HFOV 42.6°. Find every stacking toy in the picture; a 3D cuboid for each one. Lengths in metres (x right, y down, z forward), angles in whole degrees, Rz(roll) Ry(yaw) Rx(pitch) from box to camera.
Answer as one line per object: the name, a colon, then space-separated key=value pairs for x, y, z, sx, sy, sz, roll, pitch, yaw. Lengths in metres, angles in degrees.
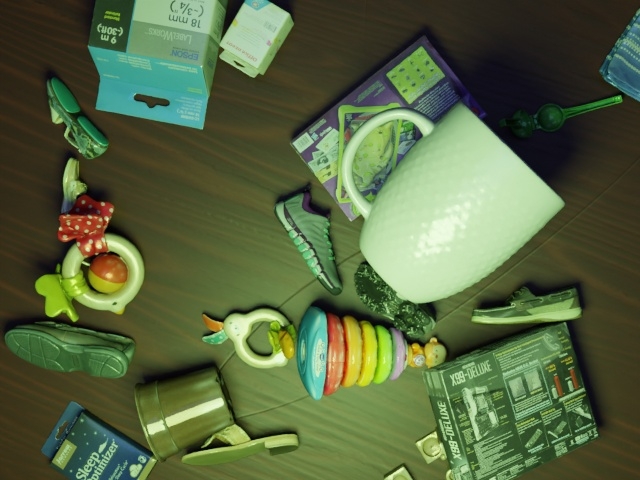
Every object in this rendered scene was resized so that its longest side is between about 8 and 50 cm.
stacking toy: x=0.112 y=0.227 z=1.639 sx=0.301 sy=0.166 sz=0.175 roll=4 pitch=91 yaw=-11

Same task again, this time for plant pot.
plant pot: x=-0.266 y=0.338 z=1.652 sx=0.165 sy=0.167 sz=0.167 roll=-19 pitch=90 yaw=-5

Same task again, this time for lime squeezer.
lime squeezer: x=0.445 y=-0.249 z=1.617 sx=0.310 sy=0.110 sz=0.059 roll=-14 pitch=72 yaw=-26

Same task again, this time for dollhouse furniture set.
dollhouse furniture set: x=0.213 y=0.485 z=1.635 sx=0.151 sy=0.123 sz=0.144 roll=-33 pitch=89 yaw=4

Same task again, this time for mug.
mug: x=0.208 y=-0.084 z=1.540 sx=0.374 sy=0.276 sz=0.328 roll=43 pitch=104 yaw=-6

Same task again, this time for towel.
towel: x=0.738 y=-0.406 z=1.620 sx=0.243 sy=0.040 sz=0.336 roll=32 pitch=93 yaw=1

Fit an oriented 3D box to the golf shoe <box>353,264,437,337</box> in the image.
golf shoe: x=0.152 y=0.122 z=1.661 sx=0.198 sy=0.094 sz=0.077 roll=44 pitch=115 yaw=24

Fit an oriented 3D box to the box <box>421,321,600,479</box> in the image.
box: x=0.370 y=0.318 z=1.583 sx=0.307 sy=0.076 sz=0.243 roll=-18 pitch=91 yaw=-23

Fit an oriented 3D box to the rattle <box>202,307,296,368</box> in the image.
rattle: x=-0.152 y=0.200 z=1.647 sx=0.199 sy=0.143 sz=0.130 roll=18 pitch=111 yaw=-3

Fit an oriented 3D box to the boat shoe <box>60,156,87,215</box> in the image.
boat shoe: x=-0.508 y=-0.104 z=1.704 sx=0.045 sy=0.050 sz=0.136 roll=7 pitch=102 yaw=0

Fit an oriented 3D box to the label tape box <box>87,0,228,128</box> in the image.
label tape box: x=-0.328 y=-0.414 z=1.653 sx=0.240 sy=0.106 sz=0.334 roll=11 pitch=92 yaw=4

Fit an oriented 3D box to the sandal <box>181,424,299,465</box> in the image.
sandal: x=-0.167 y=0.406 z=1.695 sx=0.239 sy=0.088 sz=0.079 roll=-7 pitch=60 yaw=-3

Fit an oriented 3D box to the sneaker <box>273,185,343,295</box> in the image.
sneaker: x=0.000 y=0.000 z=1.658 sx=0.098 sy=0.083 sz=0.224 roll=-33 pitch=89 yaw=-1

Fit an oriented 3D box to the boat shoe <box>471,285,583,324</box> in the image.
boat shoe: x=0.410 y=0.129 z=1.640 sx=0.223 sy=0.080 sz=0.074 roll=-4 pitch=86 yaw=-2

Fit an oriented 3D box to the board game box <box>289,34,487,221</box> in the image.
board game box: x=0.135 y=-0.224 z=1.660 sx=0.346 sy=0.056 sz=0.208 roll=-38 pitch=85 yaw=4

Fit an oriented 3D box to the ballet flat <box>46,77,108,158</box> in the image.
ballet flat: x=-0.517 y=-0.247 z=1.693 sx=0.070 sy=0.070 sz=0.188 roll=-37 pitch=86 yaw=4

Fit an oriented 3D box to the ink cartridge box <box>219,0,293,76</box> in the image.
ink cartridge box: x=-0.132 y=-0.407 z=1.648 sx=0.092 sy=0.090 sz=0.143 roll=32 pitch=94 yaw=2

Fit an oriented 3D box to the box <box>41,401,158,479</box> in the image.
box: x=-0.469 y=0.454 z=1.723 sx=0.225 sy=0.036 sz=0.136 roll=32 pitch=93 yaw=3

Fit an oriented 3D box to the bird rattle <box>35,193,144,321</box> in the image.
bird rattle: x=-0.462 y=0.046 z=1.682 sx=0.206 sy=0.143 sz=0.254 roll=24 pitch=92 yaw=-19

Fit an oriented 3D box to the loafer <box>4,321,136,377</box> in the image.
loafer: x=-0.516 y=0.219 z=1.708 sx=0.267 sy=0.084 sz=0.096 roll=12 pitch=124 yaw=7
